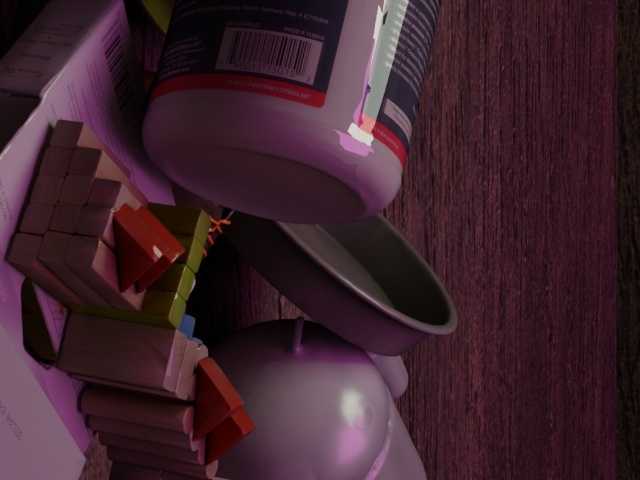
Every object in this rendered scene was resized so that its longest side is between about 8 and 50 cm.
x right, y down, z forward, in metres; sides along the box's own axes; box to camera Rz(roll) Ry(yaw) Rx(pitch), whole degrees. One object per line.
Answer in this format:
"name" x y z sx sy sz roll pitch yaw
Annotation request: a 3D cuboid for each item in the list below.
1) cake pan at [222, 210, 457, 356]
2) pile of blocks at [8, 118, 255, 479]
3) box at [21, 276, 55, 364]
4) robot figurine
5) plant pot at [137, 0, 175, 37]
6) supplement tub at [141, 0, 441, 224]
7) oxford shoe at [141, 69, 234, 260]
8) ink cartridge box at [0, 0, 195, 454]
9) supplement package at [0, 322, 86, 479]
"cake pan" 0.000 0.000 1.791 0.054 0.293 0.293 -48 166 15
"pile of blocks" -0.102 0.073 1.376 0.362 0.113 0.149 78 30 -42
"box" -0.215 0.007 1.462 0.232 0.058 0.087 64 38 -55
"robot figurine" -0.016 0.207 1.839 0.300 0.200 0.353 -58 150 -23
"plant pot" -0.014 -0.285 1.688 0.293 0.275 0.274 -67 158 -77
"supplement tub" -0.011 -0.164 1.421 0.191 0.191 0.272 49 51 -63
"oxford shoe" -0.127 -0.006 1.633 0.097 0.098 0.271 -4 99 -69
"ink cartridge box" -0.184 0.002 1.377 0.239 0.060 0.275 -59 148 -42
"supplement package" -0.280 0.146 1.196 0.262 0.145 0.204 68 33 -49
